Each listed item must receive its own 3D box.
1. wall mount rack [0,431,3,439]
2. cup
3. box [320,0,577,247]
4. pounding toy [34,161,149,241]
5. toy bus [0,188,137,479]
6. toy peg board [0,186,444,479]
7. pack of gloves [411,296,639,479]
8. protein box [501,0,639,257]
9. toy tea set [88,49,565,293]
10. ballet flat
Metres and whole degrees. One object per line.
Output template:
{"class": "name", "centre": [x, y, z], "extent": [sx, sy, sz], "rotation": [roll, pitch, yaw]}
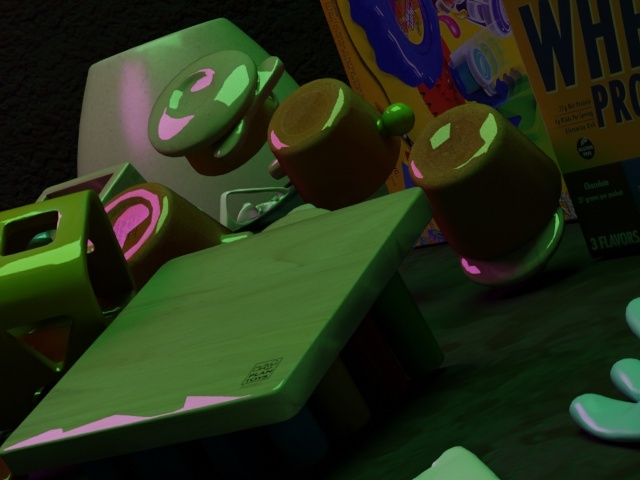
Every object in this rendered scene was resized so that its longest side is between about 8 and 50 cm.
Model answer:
{"class": "wall mount rack", "centre": [-0.312, 0.109, 0.963], "extent": [0.350, 0.130, 0.304], "rotation": [-22, 40, -7]}
{"class": "cup", "centre": [-0.146, -0.117, 1.812], "extent": [0.331, 0.237, 0.331], "rotation": [-20, 7, 2]}
{"class": "box", "centre": [0.155, -0.171, 1.079], "extent": [0.177, 0.290, 0.279], "rotation": [-24, 7, -33]}
{"class": "pounding toy", "centre": [-0.204, 0.040, 1.348], "extent": [0.181, 0.094, 0.206], "rotation": [-14, 36, 43]}
{"class": "toy bus", "centre": [-0.194, 0.041, 0.817], "extent": [0.191, 0.104, 0.202], "rotation": [17, 47, 39]}
{"class": "toy peg board", "centre": [-0.030, 0.065, 0.714], "extent": [0.161, 0.079, 0.160], "rotation": [-16, 23, 35]}
{"class": "pack of gloves", "centre": [0.084, 0.059, 0.458], "extent": [0.195, 0.046, 0.232], "rotation": [-20, 6, -10]}
{"class": "protein box", "centre": [0.223, -0.123, 0.859], "extent": [0.200, 0.201, 0.136], "rotation": [-25, 8, -38]}
{"class": "toy tea set", "centre": [0.000, 0.000, 0.955], "extent": [0.336, 0.124, 0.200], "rotation": [14, 65, 47]}
{"class": "ballet flat", "centre": [-0.090, -0.007, 1.447], "extent": [0.203, 0.074, 0.074], "rotation": [-23, 7, -25]}
